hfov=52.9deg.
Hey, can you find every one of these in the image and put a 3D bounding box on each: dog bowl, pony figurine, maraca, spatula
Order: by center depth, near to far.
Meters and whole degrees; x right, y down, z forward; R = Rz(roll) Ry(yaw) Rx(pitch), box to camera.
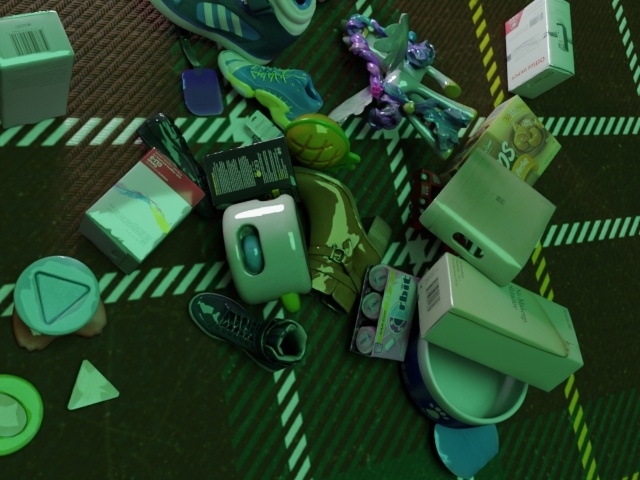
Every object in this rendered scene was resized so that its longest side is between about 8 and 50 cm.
[{"bbox_3d":[0.003,-0.188,1.300,0.185,0.127,0.099,40,52,-47],"label":"maraca"},{"bbox_3d":[-0.274,-0.400,1.331,0.084,0.030,0.297,-14,82,-35],"label":"spatula"},{"bbox_3d":[0.308,0.264,1.376,0.264,0.104,0.265,10,63,-22],"label":"dog bowl"},{"bbox_3d":[0.168,-0.342,1.427,0.363,0.303,0.351,36,32,-10],"label":"pony figurine"}]

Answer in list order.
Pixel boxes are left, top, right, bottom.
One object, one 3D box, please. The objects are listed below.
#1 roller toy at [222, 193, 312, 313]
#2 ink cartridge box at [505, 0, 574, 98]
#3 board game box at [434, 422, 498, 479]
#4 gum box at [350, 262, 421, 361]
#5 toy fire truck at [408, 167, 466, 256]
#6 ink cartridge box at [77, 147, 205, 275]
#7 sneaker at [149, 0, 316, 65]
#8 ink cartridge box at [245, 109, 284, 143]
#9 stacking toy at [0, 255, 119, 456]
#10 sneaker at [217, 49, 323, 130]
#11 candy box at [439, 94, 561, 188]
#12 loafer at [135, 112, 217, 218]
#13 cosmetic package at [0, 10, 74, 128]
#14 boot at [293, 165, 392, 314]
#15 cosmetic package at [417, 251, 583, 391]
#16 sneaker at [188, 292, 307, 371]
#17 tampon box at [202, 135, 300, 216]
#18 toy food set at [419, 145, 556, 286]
[{"bbox_3d":[-0.102,0.017,1.185,0.146,0.191,0.209,-12,41,1],"label":"roller toy"},{"bbox_3d":[0.578,-0.509,1.705,0.092,0.158,0.218,12,72,-24],"label":"ink cartridge box"},{"bbox_3d":[0.308,0.428,1.389,0.168,0.033,0.133,-28,85,-32],"label":"board game box"},{"bbox_3d":[0.136,0.146,1.325,0.107,0.062,0.188,18,82,-44],"label":"gum box"},{"bbox_3d":[0.274,-0.064,1.500,0.135,0.047,0.192,14,70,-23],"label":"toy fire truck"},{"bbox_3d":[-0.323,-0.048,1.157,0.127,0.128,0.176,43,62,-10],"label":"ink cartridge box"},{"bbox_3d":[-0.165,-0.503,1.272,0.322,0.236,0.130,27,50,-27],"label":"sneaker"},{"bbox_3d":[-0.120,-0.228,1.361,0.083,0.028,0.048,44,62,-10],"label":"ink cartridge box"},{"bbox_3d":[-0.475,0.179,1.021,0.309,0.130,0.280,-23,87,-29],"label":"stacking toy"},{"bbox_3d":[-0.093,-0.334,1.341,0.240,0.126,0.091,39,34,-20],"label":"sneaker"},{"bbox_3d":[0.446,-0.193,1.595,0.183,0.087,0.316,46,63,-7],"label":"candy box"},{"bbox_3d":[-0.274,-0.136,1.244,0.078,0.076,0.223,-29,98,6],"label":"loafer"},{"bbox_3d":[-0.489,-0.280,1.078,0.117,0.231,0.086,-21,87,-30],"label":"cosmetic package"},{"bbox_3d":[0.000,0.000,1.330,0.283,0.109,0.220,39,67,-20],"label":"boot"},{"bbox_3d":[0.354,0.165,1.289,0.309,0.113,0.160,23,39,-15],"label":"cosmetic package"},{"bbox_3d":[-0.127,0.158,1.180,0.226,0.163,0.086,35,66,-12],"label":"sneaker"},{"bbox_3d":[-0.129,-0.117,1.241,0.161,0.120,0.101,-14,80,0],"label":"tampon box"},{"bbox_3d":[0.360,-0.057,1.378,0.219,0.092,0.306,40,47,5],"label":"toy food set"}]
